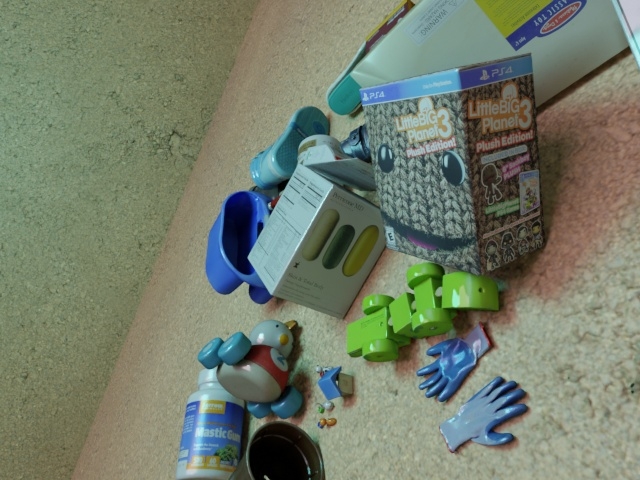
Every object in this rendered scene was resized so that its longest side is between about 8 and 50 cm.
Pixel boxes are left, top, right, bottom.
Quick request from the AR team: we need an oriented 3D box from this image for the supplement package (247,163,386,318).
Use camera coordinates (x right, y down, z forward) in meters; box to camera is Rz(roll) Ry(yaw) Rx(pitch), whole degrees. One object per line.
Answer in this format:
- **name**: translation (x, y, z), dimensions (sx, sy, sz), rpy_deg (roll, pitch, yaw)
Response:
- **supplement package**: translation (0.000, 0.000, 1.084), dimensions (0.262, 0.199, 0.198), rpy_deg (-61, 31, 9)

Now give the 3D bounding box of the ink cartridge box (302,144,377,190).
- **ink cartridge box**: translation (0.091, -0.167, 1.080), dimensions (0.225, 0.181, 0.056), rpy_deg (5, 77, 59)

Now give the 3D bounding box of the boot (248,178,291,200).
- **boot**: translation (-0.155, -0.113, 1.529), dimensions (0.229, 0.091, 0.262), rpy_deg (-18, 61, 42)

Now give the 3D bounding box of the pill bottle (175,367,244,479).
- **pill bottle**: translation (-0.278, 0.480, 1.230), dimensions (0.152, 0.152, 0.271), rpy_deg (-37, 42, 40)

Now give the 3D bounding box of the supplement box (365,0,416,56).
- **supplement box**: translation (0.210, -0.366, 1.017), dimensions (0.129, 0.194, 0.191), rpy_deg (-32, 44, 43)

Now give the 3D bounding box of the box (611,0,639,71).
- **box**: translation (0.467, -0.214, 0.532), dimensions (0.169, 0.087, 0.289), rpy_deg (-29, 63, 46)

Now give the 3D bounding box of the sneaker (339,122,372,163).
- **sneaker**: translation (0.122, -0.291, 1.174), dimensions (0.163, 0.086, 0.226), rpy_deg (-26, 49, 43)

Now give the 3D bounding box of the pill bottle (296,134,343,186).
- **pill bottle**: translation (-0.003, -0.159, 1.271), dimensions (0.131, 0.131, 0.229), rpy_deg (-32, 44, 44)

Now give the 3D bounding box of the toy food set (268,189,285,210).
- **toy food set**: translation (-0.081, -0.077, 1.335), dimensions (0.105, 0.111, 0.232), rpy_deg (-24, 46, 32)

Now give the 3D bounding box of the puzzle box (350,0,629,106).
- **puzzle box**: translation (0.283, -0.327, 0.807), dimensions (0.409, 0.272, 0.052), rpy_deg (-34, 21, 42)

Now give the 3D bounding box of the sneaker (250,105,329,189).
- **sneaker**: translation (-0.111, -0.282, 1.468), dimensions (0.208, 0.127, 0.319), rpy_deg (-24, 24, 48)

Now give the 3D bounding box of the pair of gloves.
- **pair of gloves**: translation (0.228, 0.232, 0.739), dimensions (0.159, 0.023, 0.198), rpy_deg (-49, 33, 27)

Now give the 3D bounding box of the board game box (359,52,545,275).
- **board game box**: translation (0.206, -0.121, 0.760), dimensions (0.232, 0.141, 0.290), rpy_deg (17, 123, 60)

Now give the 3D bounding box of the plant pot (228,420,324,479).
- **plant pot**: translation (-0.106, 0.484, 0.962), dimensions (0.165, 0.167, 0.166), rpy_deg (-54, 31, 32)

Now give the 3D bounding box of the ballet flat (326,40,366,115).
- **ballet flat**: translation (0.162, -0.490, 1.269), dimensions (0.400, 0.139, 0.139), rpy_deg (-32, 44, 45)

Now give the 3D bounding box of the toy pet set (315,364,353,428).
- **toy pet set**: translation (0.009, 0.314, 0.982), dimensions (0.114, 0.065, 0.122), rpy_deg (-35, 43, 42)

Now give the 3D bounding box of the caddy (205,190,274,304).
- **caddy**: translation (-0.182, 0.010, 1.332), dimensions (0.179, 0.242, 0.341), rpy_deg (-48, 34, 39)

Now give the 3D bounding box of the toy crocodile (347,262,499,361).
- **toy crocodile**: translation (0.161, 0.139, 0.848), dimensions (0.340, 0.105, 0.115), rpy_deg (-41, 38, 44)

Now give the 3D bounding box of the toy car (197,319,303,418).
- **toy car**: translation (-0.125, 0.267, 1.150), dimensions (0.210, 0.219, 0.238), rpy_deg (-25, 21, 49)
